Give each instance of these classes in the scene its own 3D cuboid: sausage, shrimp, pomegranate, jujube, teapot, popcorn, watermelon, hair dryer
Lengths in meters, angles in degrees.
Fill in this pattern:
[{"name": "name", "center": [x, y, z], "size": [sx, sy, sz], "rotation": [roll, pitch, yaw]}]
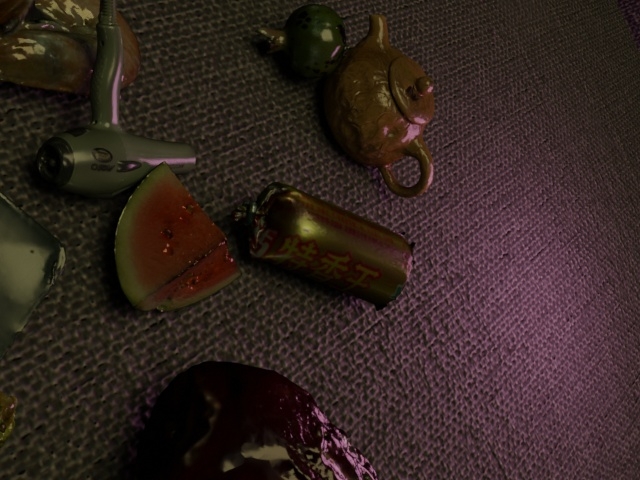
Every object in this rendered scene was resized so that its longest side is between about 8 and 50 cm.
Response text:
[{"name": "sausage", "center": [0.001, -0.002, 1.261], "size": [0.317, 0.125, 0.117], "rotation": [23, 17, -38]}, {"name": "shrimp", "center": [-0.353, -0.258, 1.049], "size": [0.317, 0.077, 0.168], "rotation": [-3, 67, -51]}, {"name": "pomegranate", "center": [-0.030, -0.319, 1.374], "size": [0.162, 0.122, 0.122], "rotation": [-2, 74, -18]}, {"name": "jujube", "center": [-0.059, 0.316, 1.000], "size": [0.376, 0.258, 0.258], "rotation": [51, 45, -9]}, {"name": "teapot", "center": [0.122, -0.224, 1.437], "size": [0.203, 0.167, 0.311], "rotation": [-20, 93, -51]}, {"name": "popcorn", "center": [-0.348, 0.190, 0.881], "size": [0.060, 0.068, 0.083], "rotation": [38, 83, -6]}, {"name": "watermelon", "center": [-0.177, 0.014, 1.103], "size": [0.145, 0.137, 0.192], "rotation": [80, 19, -71]}, {"name": "hair dryer", "center": [-0.228, -0.171, 1.084], "size": [0.229, 0.092, 0.267], "rotation": [22, 84, -58]}]

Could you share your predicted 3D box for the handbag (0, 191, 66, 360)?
[{"name": "handbag", "center": [-0.418, 0.027, 0.858], "size": [0.260, 0.079, 0.247], "rotation": [46, 46, -22]}]
